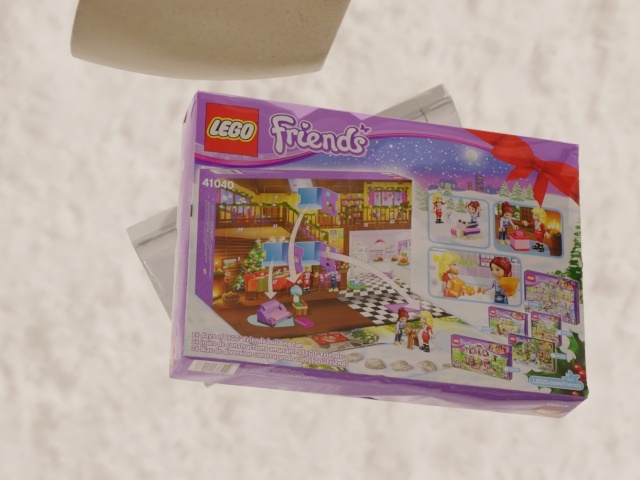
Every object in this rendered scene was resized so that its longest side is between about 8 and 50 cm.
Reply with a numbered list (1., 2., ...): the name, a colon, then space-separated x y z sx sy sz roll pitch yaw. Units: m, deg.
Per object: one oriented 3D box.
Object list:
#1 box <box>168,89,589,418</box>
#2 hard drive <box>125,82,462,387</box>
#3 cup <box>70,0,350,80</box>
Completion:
1. box: 0.043 0.012 1.379 0.057 0.293 0.201 125 -30 -63
2. hard drive: 0.000 0.000 2.020 0.353 0.047 0.233 -24 135 -2
3. cup: -0.076 -0.288 1.921 0.331 0.237 0.331 -156 -90 -88
